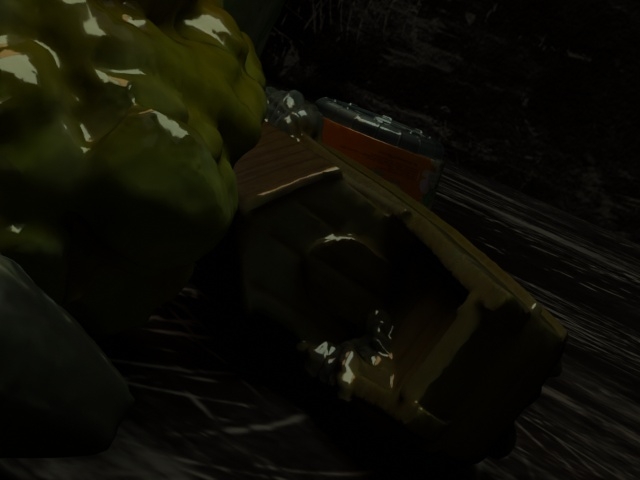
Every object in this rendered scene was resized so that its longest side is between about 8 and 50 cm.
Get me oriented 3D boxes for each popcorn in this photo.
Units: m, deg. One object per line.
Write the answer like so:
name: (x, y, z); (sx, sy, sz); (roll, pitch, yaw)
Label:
popcorn: (-0.141, -0.067, 0.691); (0.242, 0.235, 0.250); (22, 14, -10)

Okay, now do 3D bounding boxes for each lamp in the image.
lamp: (-0.181, 0.013, 0.526); (0.250, 0.101, 0.101); (25, 7, -11)

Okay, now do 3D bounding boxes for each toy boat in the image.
toy boat: (0.000, 0.000, 0.878); (0.162, 0.136, 0.445); (37, 1, -27)

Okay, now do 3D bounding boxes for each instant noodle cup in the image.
instant noodle cup: (0.032, -0.049, 1.371); (0.178, 0.125, 0.208); (26, 9, 35)

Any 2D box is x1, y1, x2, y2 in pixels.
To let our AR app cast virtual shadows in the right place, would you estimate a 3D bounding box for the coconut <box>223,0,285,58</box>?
coconut: (-0.166, -0.197, 1.122); (0.281, 0.328, 0.328); (20, 8, -16)
